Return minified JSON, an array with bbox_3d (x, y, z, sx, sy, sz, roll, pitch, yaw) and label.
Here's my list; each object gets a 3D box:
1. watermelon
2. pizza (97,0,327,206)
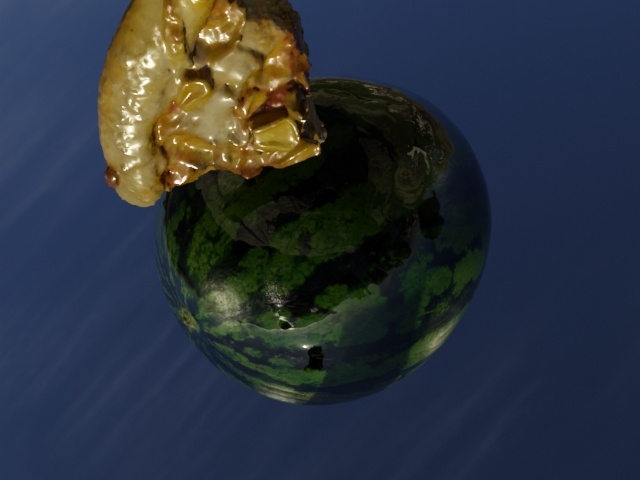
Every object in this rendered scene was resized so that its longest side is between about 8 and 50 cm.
[{"bbox_3d":[0.000,0.000,0.677,0.285,0.285,0.285,-18,-129,23],"label":"watermelon"},{"bbox_3d":[-0.060,-0.082,0.487,0.182,0.161,0.062,-51,-137,33],"label":"pizza"}]
